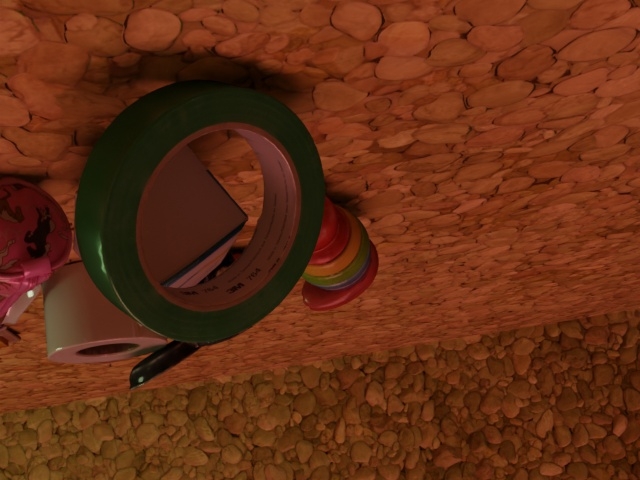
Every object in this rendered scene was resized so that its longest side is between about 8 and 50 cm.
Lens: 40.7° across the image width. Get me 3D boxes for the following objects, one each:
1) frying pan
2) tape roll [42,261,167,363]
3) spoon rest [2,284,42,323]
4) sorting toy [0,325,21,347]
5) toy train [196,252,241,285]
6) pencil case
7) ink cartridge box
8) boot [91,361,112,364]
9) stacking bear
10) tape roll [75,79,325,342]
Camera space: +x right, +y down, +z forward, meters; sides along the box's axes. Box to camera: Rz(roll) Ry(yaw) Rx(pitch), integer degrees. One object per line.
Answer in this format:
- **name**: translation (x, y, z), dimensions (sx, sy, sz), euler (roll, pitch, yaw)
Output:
- **frying pan**: translation (-0.298, 0.241, 1.826), dimensions (0.197, 0.053, 0.326), euler (-34, -176, -39)
- **tape roll**: translation (-0.449, 0.150, 1.799), dimensions (0.246, 0.169, 0.246), euler (-9, 164, -3)
- **spoon rest**: translation (-0.629, 0.114, 1.725), dimensions (0.137, 0.084, 0.276), euler (-4, 164, -19)
- **sorting toy**: translation (-0.866, 0.247, 2.136), dimensions (0.193, 0.038, 0.208), euler (-9, 165, -3)
- **toy train**: translation (-0.198, 0.113, 1.907), dimensions (0.190, 0.142, 0.334), euler (-16, 166, -22)
- **pencil case**: translation (-0.521, 0.042, 1.355), dimensions (0.167, 0.160, 0.386), euler (38, 143, -15)
- **ink cartridge box**: translation (-0.239, -0.011, 1.246), dimensions (0.168, 0.171, 0.233), euler (-40, 176, -24)
- **boot**: translation (-0.489, 0.230, 2.161), dimensions (0.283, 0.109, 0.220), euler (-9, 166, -8)
- **stacking bear**: translation (0.000, 0.000, 1.583), dimensions (0.164, 0.175, 0.289), euler (-11, 157, 13)
- **tape roll**: translation (-0.140, -0.035, 1.075), dimensions (0.321, 0.321, 0.077), euler (6, -168, -43)
